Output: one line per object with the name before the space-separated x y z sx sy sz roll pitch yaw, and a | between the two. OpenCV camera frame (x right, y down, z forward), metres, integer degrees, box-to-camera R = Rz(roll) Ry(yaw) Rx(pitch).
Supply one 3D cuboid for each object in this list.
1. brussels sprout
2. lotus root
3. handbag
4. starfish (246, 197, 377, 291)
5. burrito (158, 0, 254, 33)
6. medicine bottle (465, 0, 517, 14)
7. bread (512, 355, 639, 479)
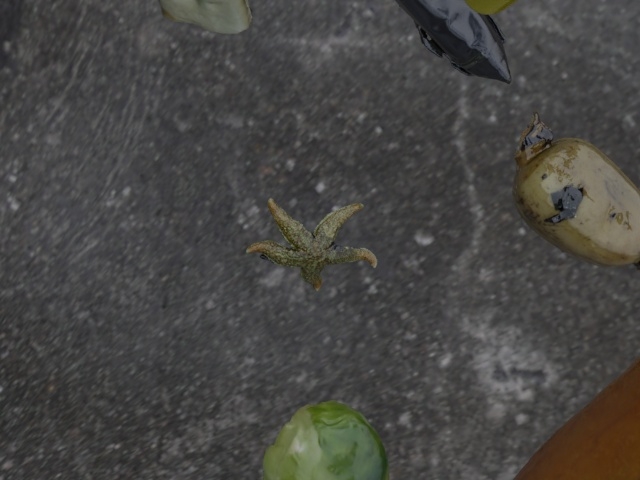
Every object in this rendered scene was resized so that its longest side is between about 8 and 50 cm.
brussels sprout | 0.016 0.273 1.449 0.149 0.122 0.151 -53 129 -12
lotus root | 0.349 -0.050 1.661 0.257 0.140 0.154 43 22 8
handbag | 0.136 -0.282 1.449 0.088 0.254 0.211 -43 104 13
starfish | 0.000 0.000 1.867 0.208 0.176 0.053 28 24 -34
burrito | -0.200 -0.459 1.769 0.135 0.332 0.190 -19 54 -6
medicine bottle | 0.174 -0.251 0.923 0.076 0.309 0.111 15 85 -9
bread | 0.196 0.163 0.604 0.156 0.288 0.204 21 34 -34
